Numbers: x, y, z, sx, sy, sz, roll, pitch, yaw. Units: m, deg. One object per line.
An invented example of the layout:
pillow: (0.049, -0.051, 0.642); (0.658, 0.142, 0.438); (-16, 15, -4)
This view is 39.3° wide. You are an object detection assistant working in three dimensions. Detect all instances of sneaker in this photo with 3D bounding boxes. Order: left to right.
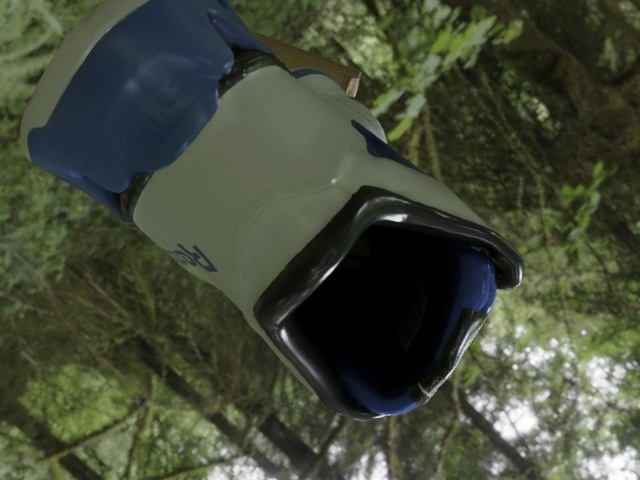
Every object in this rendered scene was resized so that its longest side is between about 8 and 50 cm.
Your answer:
sneaker: (0.000, 0.000, 0.447); (0.127, 0.182, 0.315); (-46, 170, 8)

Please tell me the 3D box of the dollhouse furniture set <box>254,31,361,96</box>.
dollhouse furniture set: (-0.044, -0.074, 0.924); (0.242, 0.212, 0.161); (100, 12, -76)
